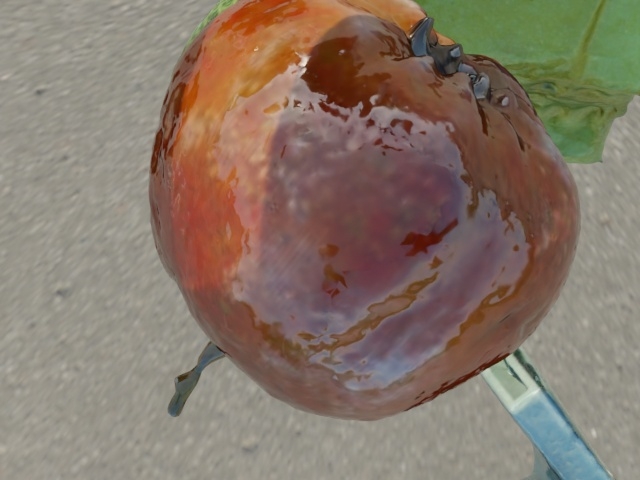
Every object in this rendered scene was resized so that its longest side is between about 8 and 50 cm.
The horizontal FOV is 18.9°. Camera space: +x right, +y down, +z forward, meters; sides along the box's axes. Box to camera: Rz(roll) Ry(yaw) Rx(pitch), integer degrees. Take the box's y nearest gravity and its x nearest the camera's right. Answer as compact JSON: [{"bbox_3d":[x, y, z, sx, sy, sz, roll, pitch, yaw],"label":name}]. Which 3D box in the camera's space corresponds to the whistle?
[{"bbox_3d":[0.160,0.222,1.420,0.163,0.163,0.289,-33,117,8],"label":"whistle"}]

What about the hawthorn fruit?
[{"bbox_3d":[0.000,0.000,1.053,0.242,0.242,0.271,33,112,-3],"label":"hawthorn fruit"}]

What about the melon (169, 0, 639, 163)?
[{"bbox_3d":[0.063,-0.135,1.374,0.344,0.331,0.226,2,86,-9],"label":"melon"}]
